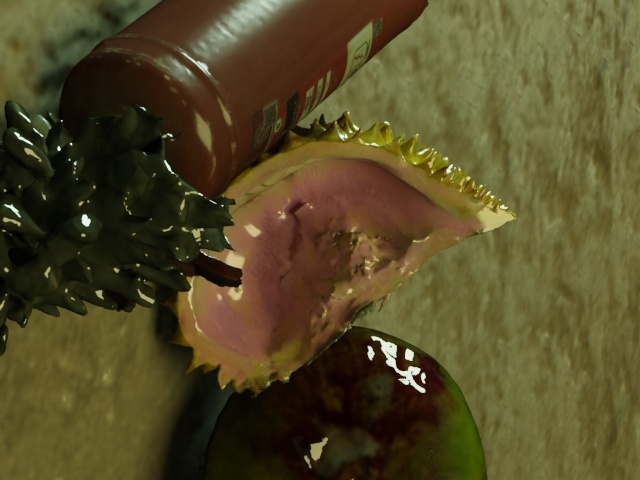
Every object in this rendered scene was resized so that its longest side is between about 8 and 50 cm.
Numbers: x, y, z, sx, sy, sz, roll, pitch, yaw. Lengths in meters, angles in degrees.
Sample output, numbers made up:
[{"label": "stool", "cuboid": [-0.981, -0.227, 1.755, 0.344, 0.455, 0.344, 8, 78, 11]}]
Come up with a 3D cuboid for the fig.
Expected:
[{"label": "fig", "cuboid": [0.015, 0.144, 1.205, 0.191, 0.181, 0.181, -58, 157, -81]}]

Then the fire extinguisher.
[{"label": "fire extinguisher", "cuboid": [-0.044, -0.078, 1.040, 0.337, 0.147, 0.106, -46, 166, -42]}]

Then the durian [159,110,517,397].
[{"label": "durian", "cuboid": [0.001, -0.001, 1.147, 0.165, 0.132, 0.182, 3, 139, -48]}]

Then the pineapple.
[{"label": "pineapple", "cuboid": [-0.162, 0.014, 0.758, 0.279, 0.158, 0.157, -18, 124, -12]}]
